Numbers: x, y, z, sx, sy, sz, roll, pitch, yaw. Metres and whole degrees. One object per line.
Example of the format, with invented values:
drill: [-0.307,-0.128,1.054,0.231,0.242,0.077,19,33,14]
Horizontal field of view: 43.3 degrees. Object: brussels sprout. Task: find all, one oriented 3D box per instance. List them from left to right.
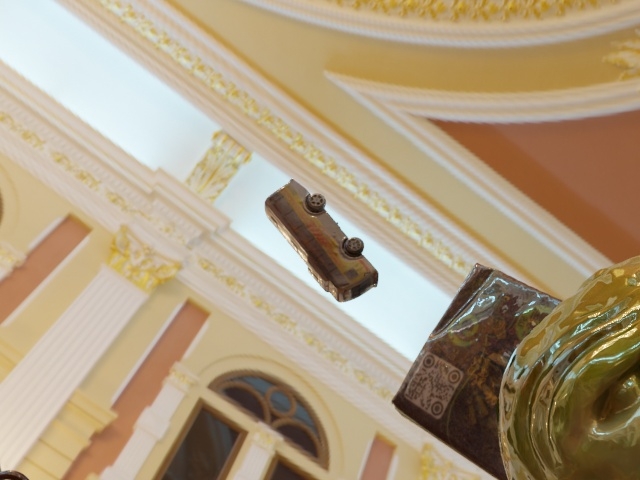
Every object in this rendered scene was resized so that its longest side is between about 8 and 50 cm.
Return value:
brussels sprout: [0.278,0.129,0.599,0.268,0.344,0.344,27,-54,2]

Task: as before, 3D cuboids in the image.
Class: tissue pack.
tissue pack: [0.326,0.231,1.212,0.124,0.288,0.394,36,-6,-42]

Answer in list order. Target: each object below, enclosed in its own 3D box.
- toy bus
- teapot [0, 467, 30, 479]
toy bus: [0.000,0.000,1.114,0.190,0.075,0.064,51,-18,23]
teapot: [-0.246,0.183,0.562,0.100,0.068,0.045,-12,-70,8]
